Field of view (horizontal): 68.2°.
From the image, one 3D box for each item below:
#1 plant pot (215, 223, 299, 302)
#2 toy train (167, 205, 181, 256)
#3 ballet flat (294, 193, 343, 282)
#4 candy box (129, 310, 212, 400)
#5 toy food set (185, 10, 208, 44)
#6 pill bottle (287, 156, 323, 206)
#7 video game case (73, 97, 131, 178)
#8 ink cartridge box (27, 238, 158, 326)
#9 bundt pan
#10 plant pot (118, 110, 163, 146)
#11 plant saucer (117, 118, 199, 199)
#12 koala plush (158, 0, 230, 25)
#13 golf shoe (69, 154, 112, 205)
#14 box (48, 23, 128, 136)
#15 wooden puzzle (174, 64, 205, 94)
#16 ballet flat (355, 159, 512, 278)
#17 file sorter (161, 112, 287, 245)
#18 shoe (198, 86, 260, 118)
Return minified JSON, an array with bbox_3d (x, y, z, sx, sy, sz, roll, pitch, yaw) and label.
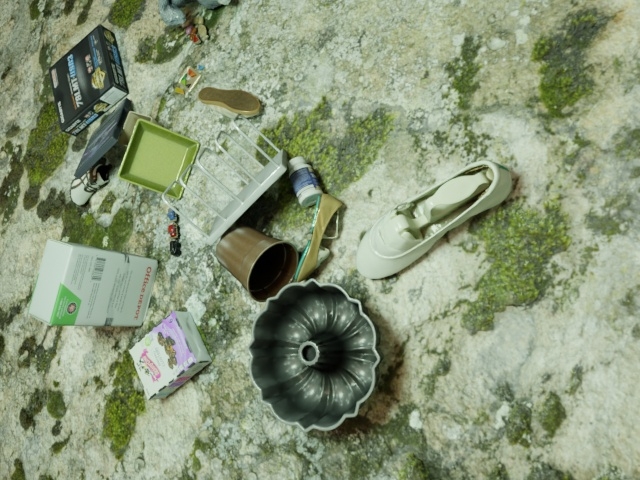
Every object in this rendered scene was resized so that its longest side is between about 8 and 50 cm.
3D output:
[{"bbox_3d":[-0.169,0.046,1.205,0.165,0.167,0.167,30,94,36],"label":"plant pot"},{"bbox_3d":[-0.440,-0.030,1.414,0.027,0.036,0.159,-14,74,24],"label":"toy train"},{"bbox_3d":[0.000,0.000,1.172,0.073,0.080,0.233,17,90,-2],"label":"ballet flat"},{"bbox_3d":[-0.422,0.321,1.319,0.196,0.070,0.165,-40,66,14],"label":"candy box"},{"bbox_3d":[-0.402,-0.680,1.529,0.077,0.019,0.122,-27,69,19],"label":"toy food set"},{"bbox_3d":[-0.042,-0.154,1.222,0.067,0.067,0.120,-30,69,19],"label":"pill bottle"},{"bbox_3d":[-0.705,-0.337,1.535,0.196,0.026,0.274,-36,39,19],"label":"video game case"},{"bbox_3d":[-0.631,0.128,1.339,0.121,0.289,0.211,11,85,30],"label":"ink cartridge box"},{"bbox_3d":[-0.001,0.259,1.092,0.330,0.124,0.331,-5,78,25],"label":"bundt pan"},{"bbox_3d":[-0.551,-0.331,1.493,0.108,0.096,0.109,21,91,28],"label":"plant pot"},{"bbox_3d":[-0.487,-0.243,1.425,0.045,0.188,0.188,18,88,68],"label":"plant saucer"},{"bbox_3d":[-0.373,-0.784,1.448,0.221,0.203,0.196,6,52,1],"label":"koala plush"},{"bbox_3d":[-0.772,-0.198,1.590,0.093,0.077,0.198,30,95,28],"label":"golf shoe"},{"bbox_3d":[-0.841,-0.575,1.701,0.293,0.073,0.296,-27,69,19],"label":"box"},{"bbox_3d":[-0.420,-0.516,1.510,0.078,0.014,0.116,35,96,27],"label":"wooden puzzle"},{"bbox_3d":[0.224,-0.053,1.035,0.400,0.139,0.139,-33,67,18],"label":"ballet flat"},{"bbox_3d":[-0.241,-0.167,1.218,0.277,0.193,0.173,-43,109,13],"label":"file sorter"},{"bbox_3d":[-0.261,-0.402,1.391,0.218,0.058,0.077,21,70,24],"label":"shoe"}]
